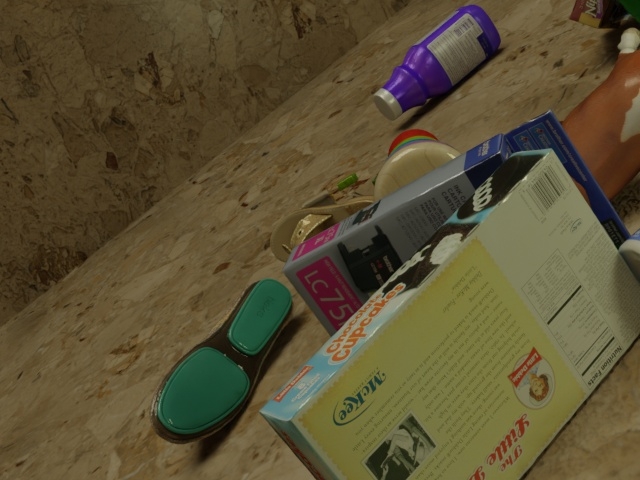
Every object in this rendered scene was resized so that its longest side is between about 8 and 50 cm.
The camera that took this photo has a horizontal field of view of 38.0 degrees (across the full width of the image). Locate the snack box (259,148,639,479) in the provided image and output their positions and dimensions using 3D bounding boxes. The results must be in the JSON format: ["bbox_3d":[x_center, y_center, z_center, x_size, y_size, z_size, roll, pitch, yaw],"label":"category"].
[{"bbox_3d":[0.125,0.096,0.760,0.322,0.187,0.060,-43,18,-21],"label":"snack box"}]

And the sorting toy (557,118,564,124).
[{"bbox_3d":[0.345,-0.161,1.254,0.102,0.042,0.061,-39,17,-7],"label":"sorting toy"}]

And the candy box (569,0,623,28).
[{"bbox_3d":[0.447,-0.389,1.447,0.187,0.053,0.109,-23,-46,-59],"label":"candy box"}]

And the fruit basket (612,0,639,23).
[{"bbox_3d":[0.569,-0.441,1.257,0.353,0.165,0.327,-56,15,7],"label":"fruit basket"}]

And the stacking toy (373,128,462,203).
[{"bbox_3d":[0.151,-0.098,1.371,0.141,0.141,0.330,-34,10,11],"label":"stacking toy"}]

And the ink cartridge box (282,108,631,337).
[{"bbox_3d":[0.138,0.024,0.929,0.311,0.186,0.065,-29,16,23],"label":"ink cartridge box"}]

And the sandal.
[{"bbox_3d":[-0.003,-0.006,1.466,0.240,0.088,0.079,-20,18,33],"label":"sandal"}]

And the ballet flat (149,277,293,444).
[{"bbox_3d":[-0.135,0.177,1.265,0.316,0.107,0.106,-47,-2,-46],"label":"ballet flat"}]

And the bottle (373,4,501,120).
[{"bbox_3d":[0.230,-0.352,1.869,0.283,0.118,0.092,-41,18,-11],"label":"bottle"}]

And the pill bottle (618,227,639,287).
[{"bbox_3d":[0.334,-0.009,0.807,0.137,0.078,0.078,-40,17,-9],"label":"pill bottle"}]

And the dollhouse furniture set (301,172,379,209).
[{"bbox_3d":[0.047,-0.066,1.566,0.152,0.076,0.058,-30,5,17],"label":"dollhouse furniture set"}]

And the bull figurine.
[{"bbox_3d":[0.329,-0.132,1.009,0.310,0.101,0.188,-49,6,24],"label":"bull figurine"}]
